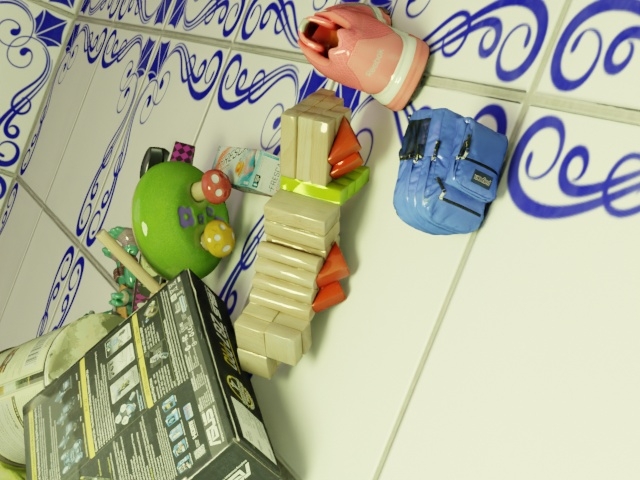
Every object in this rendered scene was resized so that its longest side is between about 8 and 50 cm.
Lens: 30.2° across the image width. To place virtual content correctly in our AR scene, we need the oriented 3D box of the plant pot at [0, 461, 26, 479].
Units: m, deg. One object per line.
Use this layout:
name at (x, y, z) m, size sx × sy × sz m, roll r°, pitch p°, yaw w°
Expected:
plant pot at (-0.535, 0.476, 2.013) m, size 0.254 × 0.276 × 0.276 m, roll -51°, pitch 29°, yaw 11°

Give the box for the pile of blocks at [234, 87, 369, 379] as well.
pile of blocks at (0.000, 0.000, 1.455) m, size 0.113 × 0.149 × 0.362 m, roll 16°, pitch 98°, yaw 23°

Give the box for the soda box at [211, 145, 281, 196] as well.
soda box at (-0.104, -0.102, 1.755) m, size 0.183 × 0.063 × 0.058 m, roll 13°, pitch 84°, yaw 65°

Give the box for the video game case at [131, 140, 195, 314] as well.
video game case at (-0.250, -0.006, 1.886) m, size 0.232 × 0.042 × 0.210 m, roll -81°, pitch 6°, yaw -46°

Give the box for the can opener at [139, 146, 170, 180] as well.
can opener at (-0.311, -0.082, 2.172) m, size 0.059 × 0.073 × 0.186 m, roll 31°, pitch 109°, yaw 57°

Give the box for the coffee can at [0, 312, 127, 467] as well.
coffee can at (-0.401, 0.240, 1.862) m, size 0.275 × 0.201 × 0.201 m, roll -22°, pitch 52°, yaw 47°

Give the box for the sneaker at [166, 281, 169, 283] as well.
sneaker at (-0.181, 0.128, 1.733) m, size 0.106 × 0.078 × 0.234 m, roll -50°, pitch 34°, yaw 29°

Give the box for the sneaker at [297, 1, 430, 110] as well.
sneaker at (0.026, -0.265, 1.526) m, size 0.116 × 0.136 × 0.314 m, roll -65°, pitch 25°, yaw 9°

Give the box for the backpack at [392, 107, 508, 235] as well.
backpack at (0.131, -0.066, 1.214) m, size 0.101 × 0.098 × 0.120 m, roll 3°, pitch 74°, yaw 60°

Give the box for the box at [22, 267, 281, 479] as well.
box at (-0.230, 0.249, 1.494) m, size 0.318 × 0.097 × 0.395 m, roll -39°, pitch 31°, yaw 6°

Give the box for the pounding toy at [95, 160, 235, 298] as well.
pounding toy at (-0.183, -0.018, 1.704) m, size 0.110 × 0.183 × 0.237 m, roll -12°, pitch 30°, yaw 37°

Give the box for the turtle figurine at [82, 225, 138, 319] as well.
turtle figurine at (-0.338, 0.104, 2.014) m, size 0.175 × 0.118 × 0.234 m, roll -36°, pitch 48°, yaw 45°
